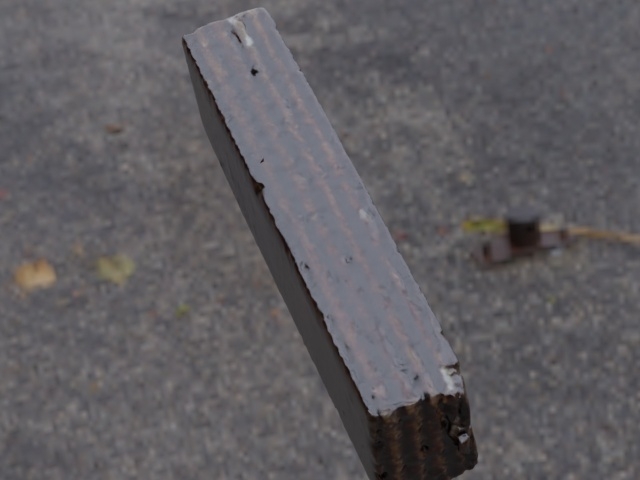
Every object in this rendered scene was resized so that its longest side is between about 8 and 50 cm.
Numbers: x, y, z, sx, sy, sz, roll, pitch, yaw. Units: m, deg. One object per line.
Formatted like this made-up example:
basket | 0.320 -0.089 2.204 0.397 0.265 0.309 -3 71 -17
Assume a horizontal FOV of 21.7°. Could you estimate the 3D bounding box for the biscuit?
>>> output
biscuit | 0.000 0.000 1.146 0.073 0.107 0.388 -21 52 -9
